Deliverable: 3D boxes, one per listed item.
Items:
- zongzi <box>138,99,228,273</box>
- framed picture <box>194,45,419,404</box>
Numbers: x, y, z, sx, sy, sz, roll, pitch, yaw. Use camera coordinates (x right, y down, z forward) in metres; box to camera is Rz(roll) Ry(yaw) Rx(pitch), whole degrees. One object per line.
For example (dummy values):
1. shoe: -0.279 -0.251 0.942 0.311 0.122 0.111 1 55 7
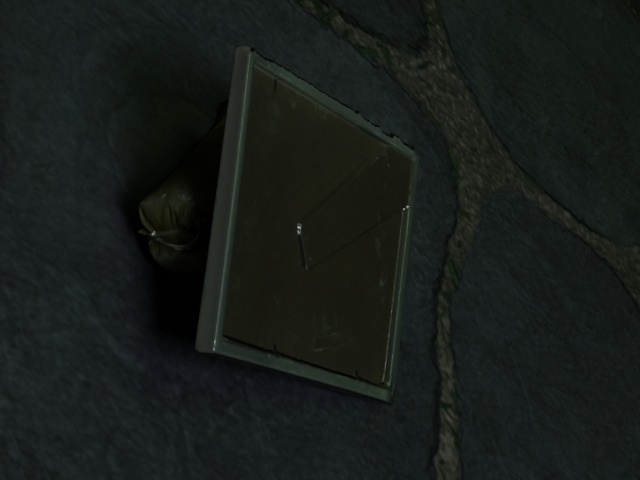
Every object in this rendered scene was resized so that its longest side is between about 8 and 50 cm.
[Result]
1. zongzi: -0.042 0.013 1.230 0.204 0.094 0.205 65 33 -22
2. framed picture: 0.000 0.000 1.207 0.289 0.016 0.213 23 71 -61
